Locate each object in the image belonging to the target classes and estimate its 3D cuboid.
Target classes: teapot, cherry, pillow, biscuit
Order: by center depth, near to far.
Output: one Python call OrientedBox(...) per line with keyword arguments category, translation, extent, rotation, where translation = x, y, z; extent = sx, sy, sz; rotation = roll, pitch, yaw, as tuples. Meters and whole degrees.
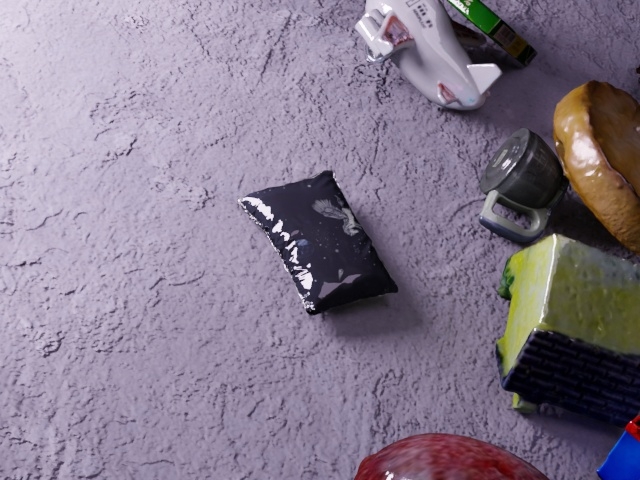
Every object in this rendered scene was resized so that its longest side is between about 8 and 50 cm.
OrientedBox(category="cherry", translation=(0.143, 0.308, 1.371), extent=(0.230, 0.203, 0.300), rotation=(-24, 48, -36))
OrientedBox(category="pillow", translation=(0.000, 0.000, 1.704), extent=(0.141, 0.055, 0.208), rotation=(-16, 56, -25))
OrientedBox(category="teapot", translation=(0.288, -0.076, 1.864), extent=(0.108, 0.111, 0.149), rotation=(33, 37, -11))
OrientedBox(category="biscuit", translation=(0.436, -0.090, 1.903), extent=(0.296, 0.102, 0.296), rotation=(33, 36, -28))

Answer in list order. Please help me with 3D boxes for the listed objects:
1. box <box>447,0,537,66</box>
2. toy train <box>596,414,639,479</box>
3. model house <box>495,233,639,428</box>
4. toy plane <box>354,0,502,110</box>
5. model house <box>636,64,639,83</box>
OrientedBox(category="box", translation=(0.250, -0.339, 2.057), extent=(0.132, 0.034, 0.235), rotation=(44, 11, 20))
OrientedBox(category="toy train", translation=(0.429, 0.232, 1.627), extent=(0.083, 0.131, 0.204), rotation=(40, 34, 23))
OrientedBox(category="model house", translation=(0.321, 0.130, 1.688), extent=(0.194, 0.170, 0.211), rotation=(20, 72, -14))
OrientedBox(category="toy plane", translation=(0.160, -0.290, 1.992), extent=(0.252, 0.118, 0.252), rotation=(24, 37, -20))
OrientedBox(category="model house", translation=(0.623, -0.292, 2.163), extent=(0.164, 0.203, 0.141), rotation=(14, 73, -50))
